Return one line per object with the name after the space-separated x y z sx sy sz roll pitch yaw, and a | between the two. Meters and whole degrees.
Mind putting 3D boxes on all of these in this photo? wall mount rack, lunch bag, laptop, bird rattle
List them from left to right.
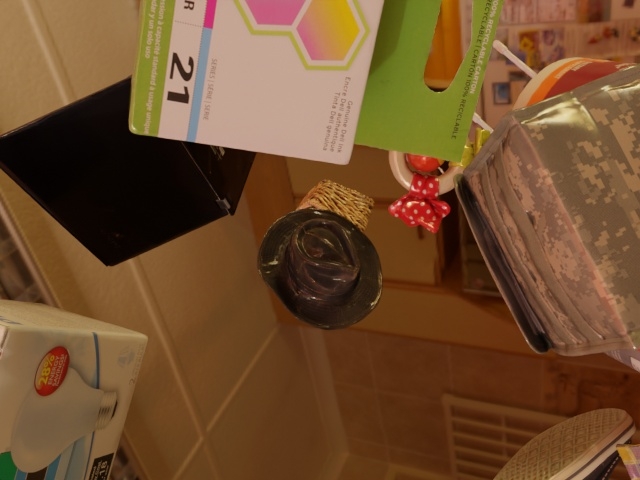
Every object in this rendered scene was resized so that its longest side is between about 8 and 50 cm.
-0.311 -0.204 1.149 0.382 0.236 0.408 65 -144 -55 | laptop
0.227 -0.151 1.262 0.207 0.253 0.143 51 -162 -4 | bird rattle
0.418 -0.250 1.365 0.350 0.130 0.304 100 177 -53 | wall mount rack
0.262 -0.006 0.670 0.287 0.169 0.235 97 151 -78 | lunch bag

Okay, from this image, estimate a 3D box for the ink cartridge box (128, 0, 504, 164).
0.022 -0.146 0.393 0.097 0.255 0.189 -131 50 -65 | ink cartridge box

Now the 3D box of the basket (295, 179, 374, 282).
0.000 0.000 1.854 0.223 0.213 0.299 -68 2 -46 | basket

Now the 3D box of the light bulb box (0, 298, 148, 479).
-0.465 0.270 0.885 0.361 0.225 0.358 42 -119 -76 | light bulb box

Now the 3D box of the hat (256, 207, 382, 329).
0.019 0.039 1.506 0.134 0.331 0.331 120 171 -60 | hat

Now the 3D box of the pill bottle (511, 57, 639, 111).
0.438 -0.093 0.766 0.224 0.392 0.224 -12 -65 -27 | pill bottle

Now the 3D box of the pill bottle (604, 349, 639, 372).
0.546 0.102 1.177 0.210 0.363 0.210 -16 -62 -31 | pill bottle

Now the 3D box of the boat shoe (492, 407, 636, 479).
0.413 0.507 1.161 0.500 0.156 0.187 -40 1 -15 | boat shoe

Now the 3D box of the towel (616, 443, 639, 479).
0.530 0.375 1.037 0.009 0.060 0.083 -20 -94 -33 | towel
